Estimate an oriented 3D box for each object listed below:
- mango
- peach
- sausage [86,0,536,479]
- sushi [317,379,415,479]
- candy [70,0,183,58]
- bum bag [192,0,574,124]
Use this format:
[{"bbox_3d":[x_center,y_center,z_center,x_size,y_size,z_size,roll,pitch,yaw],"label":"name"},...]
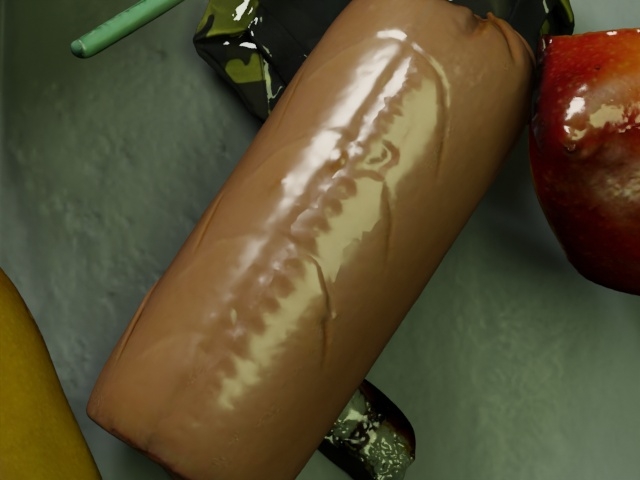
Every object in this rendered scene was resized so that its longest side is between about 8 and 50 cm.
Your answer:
[{"bbox_3d":[-0.197,0.073,0.877,0.253,0.113,0.138,46,69,-9],"label":"mango"},{"bbox_3d":[0.210,-0.048,0.969,0.154,0.267,0.159,-8,91,19],"label":"peach"},{"bbox_3d":[0.000,-0.001,0.934,0.121,0.121,0.304,35,84,-11],"label":"sausage"},{"bbox_3d":[0.021,0.101,0.989,0.083,0.044,0.046,42,70,-11],"label":"sushi"},{"bbox_3d":[-0.019,-0.169,0.976,0.091,0.083,0.305,28,49,29],"label":"candy"},{"bbox_3d":[0.040,-0.116,1.028,0.232,0.060,0.107,-5,77,-15],"label":"bum bag"}]
